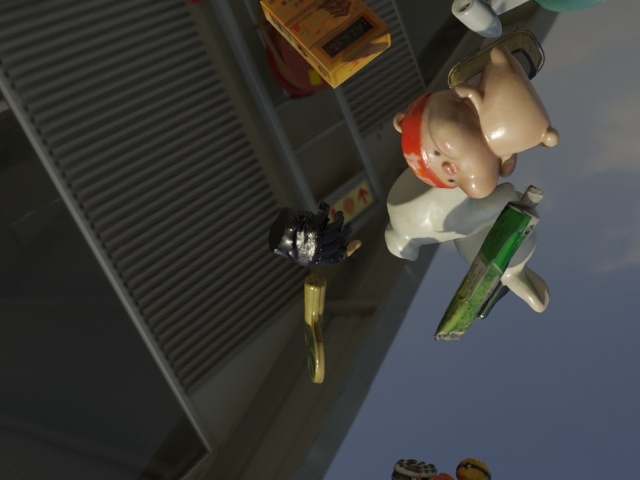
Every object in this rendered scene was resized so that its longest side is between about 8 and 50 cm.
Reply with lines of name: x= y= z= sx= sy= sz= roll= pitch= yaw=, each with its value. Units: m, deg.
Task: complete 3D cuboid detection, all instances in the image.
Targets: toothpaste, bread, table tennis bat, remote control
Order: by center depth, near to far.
toothpaste: x=0.234 y=0.036 z=0.936 sx=0.078 sy=0.248 sz=0.047 roll=8 pitch=-155 yaw=-50
bread: x=0.423 y=-0.408 z=1.637 sx=0.224 sy=0.142 sz=0.212 roll=-29 pitch=-161 yaw=22
table tennis bat: x=-0.014 y=0.209 z=1.661 sx=0.050 sy=0.321 sz=0.198 roll=-6 pitch=-140 yaw=-8
remote control: x=0.504 y=0.130 z=1.920 sx=0.222 sy=0.042 sz=0.072 roll=-59 pitch=-171 yaw=22

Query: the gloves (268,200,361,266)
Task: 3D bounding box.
gloves: x=0.001 y=0.000 z=1.288 sx=0.181 sy=0.129 sz=0.106 roll=10 pitch=-156 yaw=-20

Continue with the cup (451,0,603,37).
cup: x=0.253 y=-0.361 z=0.737 sx=0.299 sy=0.173 sz=0.167 roll=-50 pitch=-133 yaw=18

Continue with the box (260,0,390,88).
box: x=0.011 y=-0.506 z=1.584 sx=0.174 sy=0.274 sz=0.076 roll=-39 pitch=158 yaw=-3

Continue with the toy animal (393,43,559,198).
toy animal: x=0.210 y=-0.156 z=0.953 sx=0.198 sy=0.171 sz=0.171 roll=-31 pitch=-165 yaw=18

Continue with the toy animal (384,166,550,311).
toy animal: x=0.300 y=-0.011 z=1.325 sx=0.241 sy=0.367 sz=0.196 roll=-52 pitch=-160 yaw=14

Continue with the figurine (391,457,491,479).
figurine: x=0.186 y=0.480 z=1.023 sx=0.320 sy=0.196 sz=0.323 roll=-43 pitch=-154 yaw=-27
